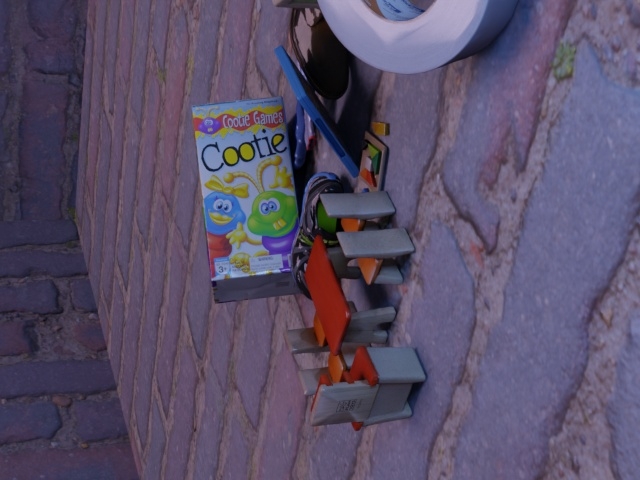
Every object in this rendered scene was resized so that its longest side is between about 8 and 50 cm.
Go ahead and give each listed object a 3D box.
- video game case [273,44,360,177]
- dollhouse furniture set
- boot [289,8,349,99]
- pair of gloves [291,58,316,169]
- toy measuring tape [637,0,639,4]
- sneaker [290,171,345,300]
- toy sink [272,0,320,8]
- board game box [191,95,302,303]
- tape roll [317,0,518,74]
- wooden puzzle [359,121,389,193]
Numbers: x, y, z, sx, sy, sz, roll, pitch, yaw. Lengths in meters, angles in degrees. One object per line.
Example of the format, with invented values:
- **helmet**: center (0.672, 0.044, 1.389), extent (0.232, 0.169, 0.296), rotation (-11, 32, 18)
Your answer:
- **video game case**: center (-0.003, -0.171, 1.566), extent (0.166, 0.015, 0.119), rotation (52, -170, -44)
- **dollhouse furniture set**: center (0.024, 0.107, 1.490), extent (0.259, 0.135, 0.262), rotation (-112, 28, -43)
- **boot**: center (0.010, -0.303, 1.563), extent (0.106, 0.082, 0.219), rotation (153, 107, -66)
- **pair of gloves**: center (-0.028, -0.197, 1.721), extent (0.198, 0.023, 0.159), rotation (118, 148, -75)
- **toy measuring tape**: center (0.211, -0.323, 1.032), extent (0.330, 0.121, 0.121), rotation (48, 142, 27)
- **sneaker**: center (0.000, 0.000, 1.646), extent (0.078, 0.067, 0.188), rotation (-127, 42, -67)
- **toy sink**: center (0.047, -0.351, 1.360), extent (0.234, 0.152, 0.131), rotation (167, 100, -69)
- **board game box**: center (-0.111, -0.060, 1.794), extent (0.144, 0.142, 0.275), rotation (100, 163, -72)
- **tape roll**: center (0.095, -0.282, 1.192), extent (0.219, 0.072, 0.219), rotation (15, 115, 35)
- **wooden puzzle**: center (0.066, -0.102, 1.532), extent (0.078, 0.014, 0.116), rotation (-137, 48, -63)
